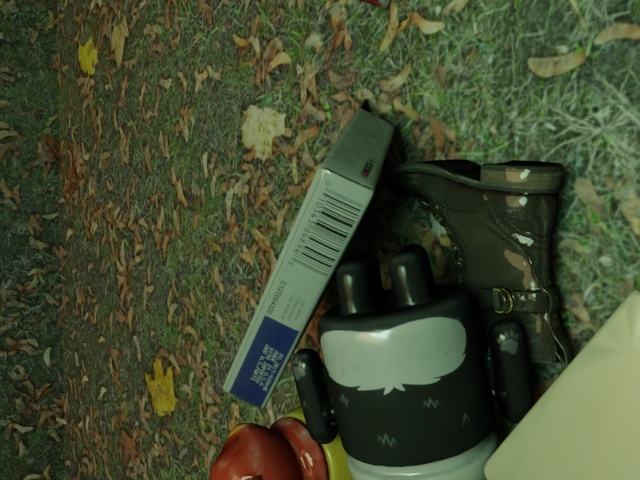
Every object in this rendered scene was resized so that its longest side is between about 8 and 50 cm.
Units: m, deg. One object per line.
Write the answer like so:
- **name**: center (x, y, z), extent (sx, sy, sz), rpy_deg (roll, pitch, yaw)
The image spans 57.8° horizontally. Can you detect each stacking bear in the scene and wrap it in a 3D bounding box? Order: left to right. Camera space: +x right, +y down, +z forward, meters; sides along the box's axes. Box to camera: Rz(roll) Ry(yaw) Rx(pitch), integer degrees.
- **stacking bear**: center (-0.007, 0.273, 0.737), extent (0.175, 0.289, 0.164), rpy_deg (-38, 64, 43)

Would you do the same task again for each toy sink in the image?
- **toy sink**: center (0.290, 0.177, 0.516), extent (0.153, 0.131, 0.234), rpy_deg (47, 120, 37)

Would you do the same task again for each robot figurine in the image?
- **robot figurine**: center (0.093, 0.148, 0.629), extent (0.209, 0.173, 0.278), rpy_deg (-8, 96, 55)

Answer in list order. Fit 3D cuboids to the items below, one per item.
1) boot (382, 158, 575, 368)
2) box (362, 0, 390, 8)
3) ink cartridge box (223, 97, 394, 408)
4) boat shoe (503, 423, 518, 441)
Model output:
- **boot**: center (0.170, 0.022, 0.679), extent (0.263, 0.091, 0.229), rpy_deg (13, 108, 53)
- **box**: center (0.057, -0.455, 0.746), extent (0.122, 0.128, 0.257), rpy_deg (45, 123, 38)
- **ink cartridge box**: center (0.000, 0.000, 0.771), extent (0.071, 0.330, 0.324), rpy_deg (26, 119, 2)
- **boat shoe**: center (0.212, 0.350, 0.633), extent (0.118, 0.103, 0.321), rpy_deg (23, 108, 45)
